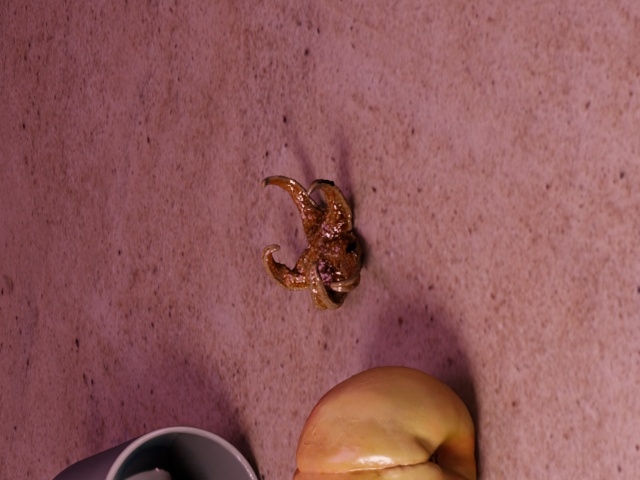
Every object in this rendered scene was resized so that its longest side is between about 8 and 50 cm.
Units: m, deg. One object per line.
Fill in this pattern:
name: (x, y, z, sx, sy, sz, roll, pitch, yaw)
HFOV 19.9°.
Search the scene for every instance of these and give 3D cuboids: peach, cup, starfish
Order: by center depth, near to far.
peach: (0.060, 0.209, 1.714, 0.184, 0.184, 0.184, -5, 85, 61)
starfish: (0.000, 0.000, 1.931, 0.190, 0.074, 0.146, 31, 117, 58)
cup: (-0.221, 0.342, 2.188, 0.312, 0.205, 0.205, -25, 67, 59)
